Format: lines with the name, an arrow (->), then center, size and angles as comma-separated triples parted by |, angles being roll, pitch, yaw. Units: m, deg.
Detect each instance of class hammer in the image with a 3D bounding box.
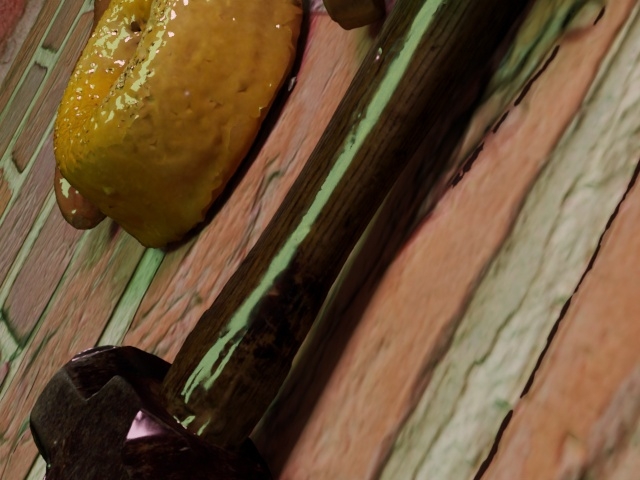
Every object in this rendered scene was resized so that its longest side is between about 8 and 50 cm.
hammer -> 0.000, 0.000, 0.658 | 0.409, 0.095, 0.242 | -57, 21, -1

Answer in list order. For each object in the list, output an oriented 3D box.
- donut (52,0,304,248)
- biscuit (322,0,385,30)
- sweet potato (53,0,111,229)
donut -> -0.115, -0.133, 1.020 | 0.277, 0.108, 0.278 | -48, 25, 32
biscuit -> -0.001, -0.287, 0.856 | 0.047, 0.202, 0.334 | -11, 43, 13
sweet potato -> -0.183, -0.165, 1.244 | 0.106, 0.095, 0.355 | 54, -139, -64
